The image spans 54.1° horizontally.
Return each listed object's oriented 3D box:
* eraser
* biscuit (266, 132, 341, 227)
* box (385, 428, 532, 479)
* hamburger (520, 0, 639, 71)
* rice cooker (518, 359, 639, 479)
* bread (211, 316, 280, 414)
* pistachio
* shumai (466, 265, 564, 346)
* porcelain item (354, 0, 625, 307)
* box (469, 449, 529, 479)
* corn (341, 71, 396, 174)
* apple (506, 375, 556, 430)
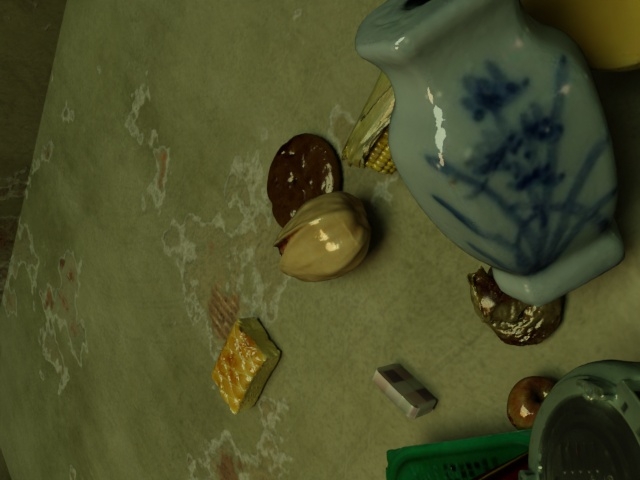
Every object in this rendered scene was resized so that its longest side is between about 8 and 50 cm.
[{"bbox_3d":[0.143,0.256,1.073,0.105,0.065,0.026,40,118,38],"label":"eraser"},{"bbox_3d":[-0.038,-0.113,1.276,0.212,0.036,0.212,3,94,46],"label":"biscuit"},{"bbox_3d":[0.266,0.413,0.917,0.337,0.106,0.264,-27,71,45],"label":"box"},{"bbox_3d":[0.364,-0.337,0.728,0.303,0.186,0.260,19,121,55],"label":"hamburger"},{"bbox_3d":[0.390,0.253,0.653,0.264,0.317,0.316,-105,36,-58],"label":"rice cooker"},{"bbox_3d":[-0.172,0.282,1.405,0.125,0.068,0.188,49,124,34],"label":"bread"},{"bbox_3d":[0.000,0.000,1.156,0.229,0.157,0.157,-33,68,47],"label":"pistachio"},{"bbox_3d":[0.281,0.091,0.911,0.123,0.105,0.139,15,127,42],"label":"shumai"},{"bbox_3d":[0.215,-0.114,0.742,0.243,0.405,0.178,-32,27,7],"label":"porcelain item"},{"bbox_3d":[0.178,0.331,0.756,0.153,0.240,0.074,-42,64,39],"label":"box"},{"bbox_3d":[0.133,-0.239,1.029,0.123,0.122,0.305,52,127,34],"label":"corn"},{"bbox_3d":[0.305,0.236,0.888,0.084,0.084,0.071,55,164,31],"label":"apple"}]
